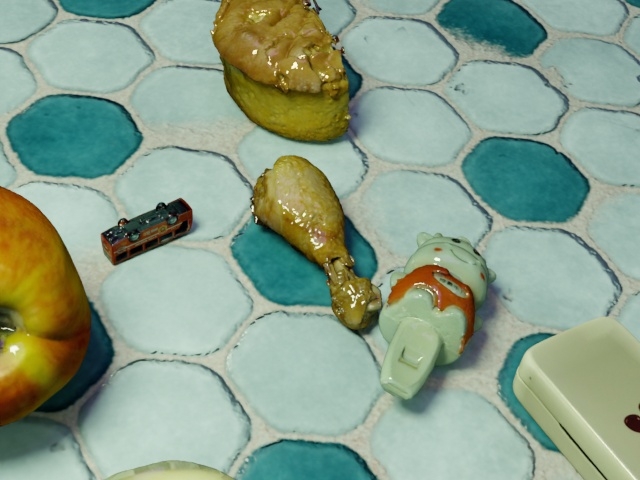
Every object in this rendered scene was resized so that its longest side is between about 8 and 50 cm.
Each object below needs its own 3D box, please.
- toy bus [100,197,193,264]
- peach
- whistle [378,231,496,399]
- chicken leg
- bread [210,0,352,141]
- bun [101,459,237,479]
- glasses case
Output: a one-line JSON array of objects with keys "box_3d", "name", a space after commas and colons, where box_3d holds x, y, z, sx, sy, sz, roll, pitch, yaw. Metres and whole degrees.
[{"box_3d": [-0.200, -0.011, 1.306, 0.110, 0.043, 0.031, -25, 50, -27], "name": "toy bus"}, {"box_3d": [-0.354, 0.056, 1.085, 0.281, 0.281, 0.238, 20, 89, 12], "name": "peach"}, {"box_3d": [0.121, 0.073, 1.229, 0.101, 0.106, 0.253, 8, 41, 24], "name": "whistle"}, {"box_3d": [0.000, -0.002, 1.301, 0.107, 0.087, 0.251, -12, 52, -30], "name": "chicken leg"}, {"box_3d": [-0.066, -0.239, 1.484, 0.147, 0.160, 0.260, -20, 54, -15], "name": "bread"}, {"box_3d": [-0.126, 0.314, 0.912, 0.259, 0.152, 0.259, 0, 56, 0], "name": "bun"}, {"box_3d": [0.336, 0.216, 1.135, 0.131, 0.070, 0.313, -19, 50, -25], "name": "glasses case"}]
